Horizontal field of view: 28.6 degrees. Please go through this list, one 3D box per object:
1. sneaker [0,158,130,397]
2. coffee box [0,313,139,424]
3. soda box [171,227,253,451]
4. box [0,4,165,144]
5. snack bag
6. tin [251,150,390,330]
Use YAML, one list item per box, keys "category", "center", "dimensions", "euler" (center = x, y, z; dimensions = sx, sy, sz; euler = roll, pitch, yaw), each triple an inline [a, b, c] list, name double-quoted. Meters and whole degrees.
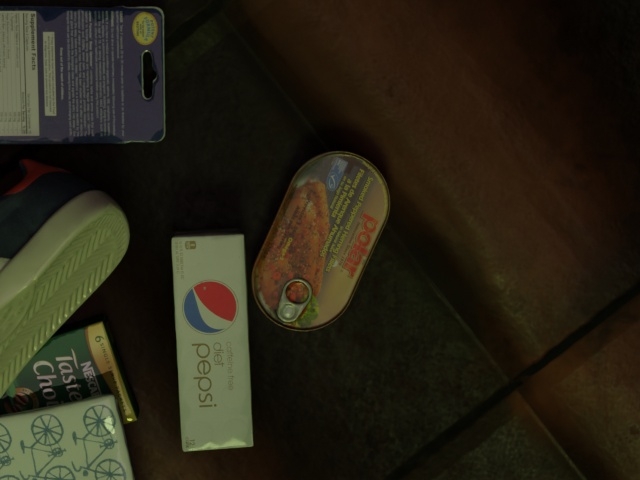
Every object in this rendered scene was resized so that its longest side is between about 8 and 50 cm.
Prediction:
- category: "sneaker"
  center: [-0.346, 0.064, 1.187]
  dimensions: [0.148, 0.131, 0.350]
  euler: [36, 71, 27]
- category: "coffee box"
  center: [-0.286, 0.154, 1.261]
  dimensions: [0.184, 0.040, 0.113]
  euler: [-17, 98, -3]
- category: "soda box"
  center: [-0.108, 0.097, 1.259]
  dimensions: [0.074, 0.069, 0.216]
  euler: [-3, 97, -6]
- category: "box"
  center: [-0.265, -0.162, 1.231]
  dimensions: [0.225, 0.036, 0.136]
  euler: [0, 97, -4]
- category: "snack bag"
  center: [-0.332, 0.324, 1.243]
  dimensions: [0.343, 0.037, 0.323]
  euler: [-8, 100, 6]
- category: "tin"
  center: [0.000, 0.000, 1.276]
  dimensions: [0.106, 0.040, 0.189]
  euler: [25, 93, -4]
